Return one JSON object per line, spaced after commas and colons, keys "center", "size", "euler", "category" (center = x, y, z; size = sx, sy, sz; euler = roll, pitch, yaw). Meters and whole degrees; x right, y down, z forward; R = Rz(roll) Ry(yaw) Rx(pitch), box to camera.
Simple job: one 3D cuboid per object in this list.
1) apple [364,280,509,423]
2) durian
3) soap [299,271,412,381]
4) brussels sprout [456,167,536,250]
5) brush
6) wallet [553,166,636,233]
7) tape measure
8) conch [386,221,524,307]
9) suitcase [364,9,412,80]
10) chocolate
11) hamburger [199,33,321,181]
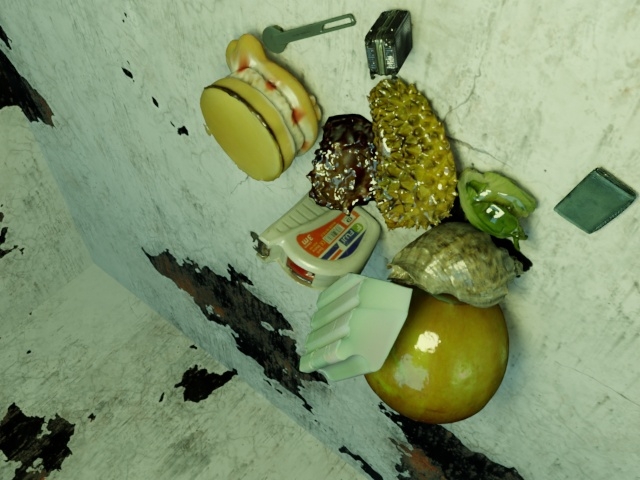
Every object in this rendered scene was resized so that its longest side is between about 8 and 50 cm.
{"center": [0.268, 0.233, 1.459], "size": [0.374, 0.374, 0.384], "euler": [60, -174, -24], "category": "apple"}
{"center": [0.170, -0.154, 1.213], "size": [0.191, 0.112, 0.341], "euler": [19, 124, 49], "category": "durian"}
{"center": [0.069, 0.183, 1.322], "size": [0.115, 0.208, 0.347], "euler": [19, 158, -11], "category": "soap"}
{"center": [0.338, -0.065, 1.197], "size": [0.181, 0.100, 0.139], "euler": [34, 164, 10], "category": "brussels sprout"}
{"center": [-0.025, -0.436, 1.262], "size": [0.266, 0.027, 0.062], "euler": [5, 132, 44], "category": "brush"}
{"center": [0.483, -0.068, 1.070], "size": [0.088, 0.026, 0.129], "euler": [37, 149, 7], "category": "wallet"}
{"center": [0.000, 0.000, 1.526], "size": [0.265, 0.258, 0.130], "euler": [39, 147, 12], "category": "tape measure"}
{"center": [0.290, 0.034, 1.286], "size": [0.291, 0.210, 0.159], "euler": [9, 127, -13], "category": "conch"}
{"center": [0.123, -0.349, 1.077], "size": [0.059, 0.126, 0.086], "euler": [9, 138, 23], "category": "suitcase"}
{"center": [0.050, -0.151, 1.364], "size": [0.224, 0.177, 0.206], "euler": [37, 150, 12], "category": "chocolate"}
{"center": [-0.143, -0.305, 1.401], "size": [0.303, 0.186, 0.261], "euler": [48, 154, -17], "category": "hamburger"}
